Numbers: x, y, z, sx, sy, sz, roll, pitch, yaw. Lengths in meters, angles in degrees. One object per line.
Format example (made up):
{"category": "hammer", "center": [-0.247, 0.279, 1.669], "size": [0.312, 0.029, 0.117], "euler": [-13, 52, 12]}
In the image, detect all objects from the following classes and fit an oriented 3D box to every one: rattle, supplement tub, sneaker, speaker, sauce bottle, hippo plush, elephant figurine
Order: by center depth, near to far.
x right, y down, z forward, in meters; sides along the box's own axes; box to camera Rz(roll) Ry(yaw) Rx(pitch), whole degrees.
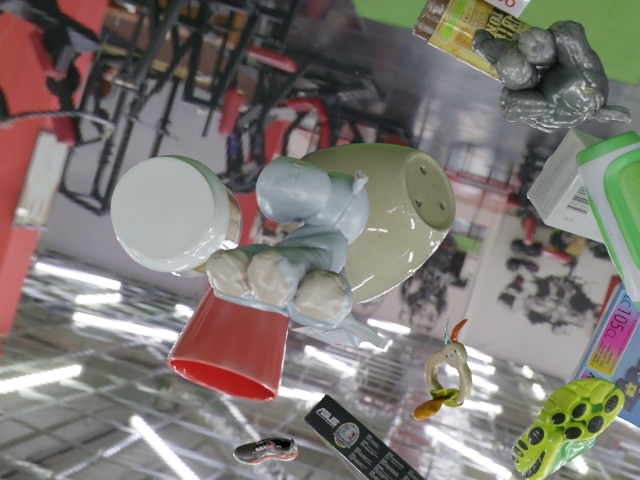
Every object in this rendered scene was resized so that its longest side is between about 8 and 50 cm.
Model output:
{"category": "hippo plush", "center": [0.000, 0.000, 1.274], "size": [0.294, 0.237, 0.234], "euler": [21, 169, -16]}
{"category": "elephant figurine", "center": [0.332, -0.248, 1.321], "size": [0.169, 0.186, 0.239], "euler": [-15, -171, 8]}
{"category": "speaker", "center": [0.547, -0.032, 1.531], "size": [0.131, 0.297, 0.131], "euler": [-21, 174, -2]}
{"category": "sauce bottle", "center": [0.331, -0.329, 1.536], "size": [0.344, 0.111, 0.111], "euler": [26, -179, 0]}
{"category": "sneaker", "center": [0.469, 0.343, 1.670], "size": [0.123, 0.296, 0.109], "euler": [-16, -120, -39]}
{"category": "supplement tub", "center": [-0.283, -0.045, 1.770], "size": [0.228, 0.229, 0.316], "euler": [17, 176, 3]}
{"category": "rattle", "center": [0.255, 0.273, 1.935], "size": [0.142, 0.200, 0.130], "euler": [-3, -158, -27]}
{"category": "sneaker", "center": [-0.134, 0.499, 2.152], "size": [0.157, 0.065, 0.061], "euler": [-5, -139, -5]}

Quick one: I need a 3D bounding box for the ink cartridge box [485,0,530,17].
{"category": "ink cartridge box", "center": [0.356, -0.574, 1.612], "size": [0.207, 0.283, 0.117], "euler": [32, -154, -8]}

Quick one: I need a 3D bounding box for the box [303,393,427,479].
{"category": "box", "center": [0.112, 0.382, 1.408], "size": [0.270, 0.060, 0.216], "euler": [33, 163, 46]}

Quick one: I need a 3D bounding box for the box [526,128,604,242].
{"category": "box", "center": [0.566, -0.111, 1.859], "size": [0.181, 0.181, 0.119], "euler": [15, -147, -22]}

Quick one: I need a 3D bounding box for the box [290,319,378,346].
{"category": "box", "center": [0.037, 0.228, 2.286], "size": [0.145, 0.038, 0.186], "euler": [-13, 152, 39]}

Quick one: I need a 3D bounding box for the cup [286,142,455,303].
{"category": "cup", "center": [0.125, -0.062, 1.764], "size": [0.236, 0.331, 0.331], "euler": [-22, 154, 40]}

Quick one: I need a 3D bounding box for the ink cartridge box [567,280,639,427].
{"category": "ink cartridge box", "center": [0.755, 0.287, 1.856], "size": [0.395, 0.270, 0.151], "euler": [26, -176, 14]}

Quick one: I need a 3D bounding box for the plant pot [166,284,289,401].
{"category": "plant pot", "center": [-0.197, 0.223, 2.114], "size": [0.274, 0.243, 0.275], "euler": [15, 157, 7]}
